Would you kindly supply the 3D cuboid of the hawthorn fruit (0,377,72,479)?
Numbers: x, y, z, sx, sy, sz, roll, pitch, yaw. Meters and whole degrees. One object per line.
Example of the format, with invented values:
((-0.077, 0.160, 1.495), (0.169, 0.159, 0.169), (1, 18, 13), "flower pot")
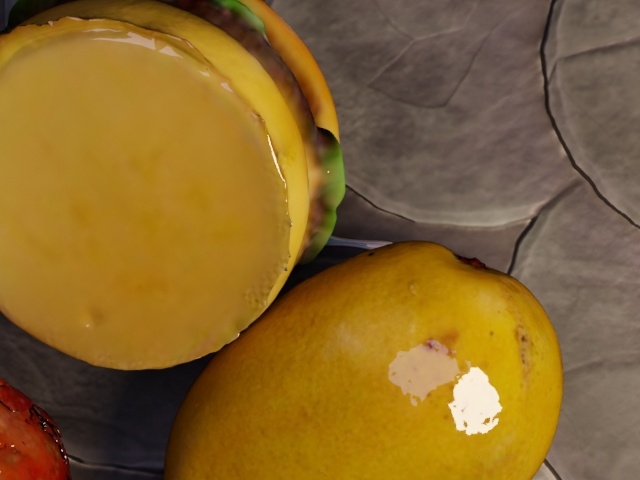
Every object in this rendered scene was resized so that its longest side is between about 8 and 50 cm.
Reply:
((-0.411, 0.244, 1.770), (0.316, 0.316, 0.316), (-2, 78, 8), "hawthorn fruit")

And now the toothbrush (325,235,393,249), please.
((0.000, 0.000, 1.890), (0.162, 0.017, 0.014), (6, 101, 10), "toothbrush")

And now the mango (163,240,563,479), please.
((0.032, 0.187, 1.745), (0.445, 0.232, 0.300), (-37, 81, 10), "mango")

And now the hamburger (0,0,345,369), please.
((-0.165, -0.072, 1.769), (0.395, 0.277, 0.396), (4, 112, 11), "hamburger")
